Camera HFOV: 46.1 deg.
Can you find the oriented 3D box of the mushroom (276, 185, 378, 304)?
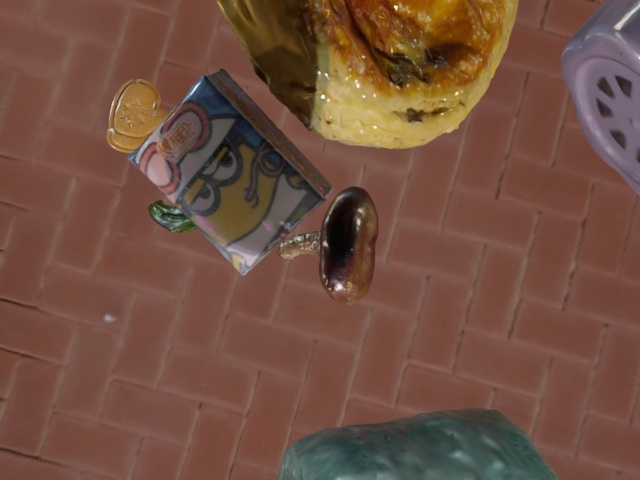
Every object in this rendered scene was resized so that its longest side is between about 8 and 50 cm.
[{"bbox_3d":[0.000,0.000,1.482,0.218,0.148,0.227,9,88,38],"label":"mushroom"}]

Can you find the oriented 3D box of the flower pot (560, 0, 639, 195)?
[{"bbox_3d":[0.349,-0.163,0.624,0.243,0.265,0.265,-31,86,-3],"label":"flower pot"}]

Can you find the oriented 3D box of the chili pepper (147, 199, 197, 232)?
[{"bbox_3d":[-0.194,-0.051,1.161,0.182,0.050,0.073,-17,80,26],"label":"chili pepper"}]

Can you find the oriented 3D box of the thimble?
[{"bbox_3d":[0.055,0.202,0.418,0.143,0.235,0.198,-2,96,-13],"label":"thimble"}]

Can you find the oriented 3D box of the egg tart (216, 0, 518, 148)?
[{"bbox_3d":[0.030,-0.306,0.803,0.443,0.178,0.443,1,88,-41],"label":"egg tart"}]

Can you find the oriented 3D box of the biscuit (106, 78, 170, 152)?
[{"bbox_3d":[-0.333,-0.229,1.392,0.118,0.023,0.140,6,85,8],"label":"biscuit"}]

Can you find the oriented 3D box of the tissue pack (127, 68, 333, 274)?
[{"bbox_3d":[-0.081,-0.060,0.689,0.155,0.065,0.115,46,112,-6],"label":"tissue pack"}]
